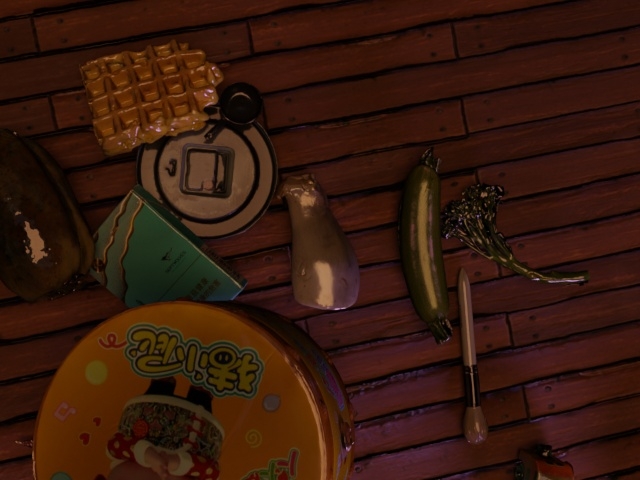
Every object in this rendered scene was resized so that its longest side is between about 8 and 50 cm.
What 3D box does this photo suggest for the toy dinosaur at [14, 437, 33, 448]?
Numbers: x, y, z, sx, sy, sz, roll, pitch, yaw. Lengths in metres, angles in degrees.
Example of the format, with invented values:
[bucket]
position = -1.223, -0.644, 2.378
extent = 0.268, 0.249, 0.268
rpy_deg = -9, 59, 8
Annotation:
[toy dinosaur]
position = -0.374, 0.301, 1.352
extent = 0.220, 0.032, 0.108
rpy_deg = -7, 90, -8

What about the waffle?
[waffle]
position = -0.251, -0.227, 1.305
extent = 0.211, 0.055, 0.160
rpy_deg = -16, 64, -5

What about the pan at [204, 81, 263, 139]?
[pan]
position = -0.140, -0.196, 1.320
extent = 0.068, 0.023, 0.115
rpy_deg = 44, 77, -1

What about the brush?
[brush]
position = 0.253, 0.194, 1.420
extent = 0.042, 0.039, 0.299
rpy_deg = -3, 90, 32

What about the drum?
[drum]
position = -0.165, 0.286, 1.185
extent = 0.431, 0.214, 0.431
rpy_deg = -1, 85, 12

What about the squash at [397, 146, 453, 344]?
[squash]
position = 0.166, 0.009, 1.379
extent = 0.071, 0.080, 0.318
rpy_deg = -4, 90, -23

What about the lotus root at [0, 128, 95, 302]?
[lotus root]
position = -0.449, -0.040, 1.265
extent = 0.160, 0.152, 0.275
rpy_deg = -32, 81, 22

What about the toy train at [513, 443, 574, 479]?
[toy train]
position = 0.359, 0.435, 1.405
extent = 0.072, 0.099, 0.188
rpy_deg = 11, 91, -6

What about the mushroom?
[mushroom]
position = 0.000, 0.000, 1.352
extent = 0.116, 0.093, 0.225
rpy_deg = -4, 85, -31

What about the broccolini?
[broccolini]
position = 0.332, -0.009, 1.408
extent = 0.271, 0.062, 0.123
rpy_deg = 25, 104, -1

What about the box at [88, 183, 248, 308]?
[box]
position = -0.250, 0.045, 1.326
extent = 0.229, 0.041, 0.162
rpy_deg = 42, 110, -6

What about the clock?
[clock]
position = -0.181, -0.110, 1.354
extent = 0.226, 0.049, 0.226
rpy_deg = 0, 91, -6
